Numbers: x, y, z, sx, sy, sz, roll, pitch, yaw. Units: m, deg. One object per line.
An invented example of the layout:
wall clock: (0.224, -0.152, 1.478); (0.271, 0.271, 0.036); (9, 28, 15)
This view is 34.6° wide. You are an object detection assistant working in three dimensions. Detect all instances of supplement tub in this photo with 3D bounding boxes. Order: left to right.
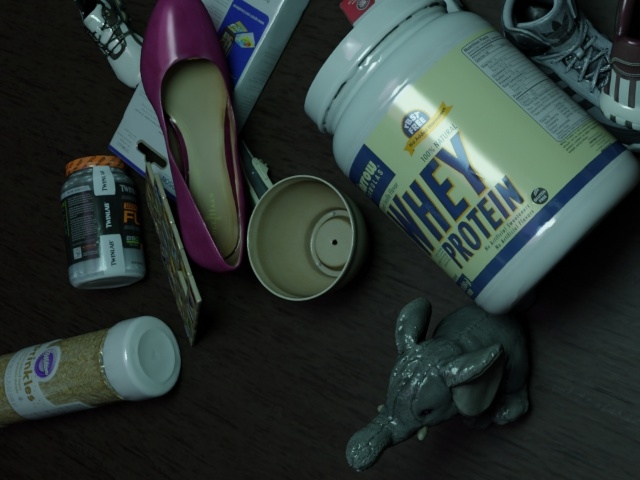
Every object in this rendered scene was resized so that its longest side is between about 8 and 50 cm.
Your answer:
supplement tub: (-0.335, -0.027, 1.574); (0.117, 0.117, 0.190); (-15, 78, 31)
supplement tub: (0.164, -0.103, 1.149); (0.325, 0.235, 0.235); (45, 110, 11)

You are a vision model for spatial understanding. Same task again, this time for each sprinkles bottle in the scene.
sprinkles bottle: (-0.383, 0.207, 1.581); (0.355, 0.121, 0.121); (-16, 77, 31)

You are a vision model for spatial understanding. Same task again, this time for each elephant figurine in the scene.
elephant figurine: (0.142, 0.152, 1.174); (0.169, 0.239, 0.186); (-16, 77, 31)

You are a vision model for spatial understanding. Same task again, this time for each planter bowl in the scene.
planter bowl: (0.000, 0.000, 1.358); (0.162, 0.109, 0.162); (-3, 84, 32)

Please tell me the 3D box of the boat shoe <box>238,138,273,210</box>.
boat shoe: (-0.091, -0.090, 1.467); (0.043, 0.049, 0.137); (-19, 67, -14)

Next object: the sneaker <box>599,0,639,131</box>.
sneaker: (0.379, -0.253, 1.044); (0.106, 0.162, 0.281); (23, 63, 28)

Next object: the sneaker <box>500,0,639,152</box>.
sneaker: (0.292, -0.205, 1.156); (0.101, 0.153, 0.268); (-47, 61, 8)

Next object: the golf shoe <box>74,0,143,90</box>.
golf shoe: (-0.328, -0.313, 1.607); (0.077, 0.094, 0.198); (-44, 62, 17)

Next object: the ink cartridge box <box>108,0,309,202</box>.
ink cartridge box: (-0.166, -0.252, 1.518); (0.176, 0.069, 0.371); (37, 103, 29)

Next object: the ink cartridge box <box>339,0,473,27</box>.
ink cartridge box: (0.125, -0.275, 1.325); (0.127, 0.072, 0.175); (-39, 66, 24)

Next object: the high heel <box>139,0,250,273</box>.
high heel: (-0.149, -0.147, 1.367); (0.181, 0.127, 0.377); (-152, 51, -63)

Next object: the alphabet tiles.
alphabet tiles: (-0.214, 0.015, 1.476); (0.009, 0.198, 0.237); (-15, 71, -16)
